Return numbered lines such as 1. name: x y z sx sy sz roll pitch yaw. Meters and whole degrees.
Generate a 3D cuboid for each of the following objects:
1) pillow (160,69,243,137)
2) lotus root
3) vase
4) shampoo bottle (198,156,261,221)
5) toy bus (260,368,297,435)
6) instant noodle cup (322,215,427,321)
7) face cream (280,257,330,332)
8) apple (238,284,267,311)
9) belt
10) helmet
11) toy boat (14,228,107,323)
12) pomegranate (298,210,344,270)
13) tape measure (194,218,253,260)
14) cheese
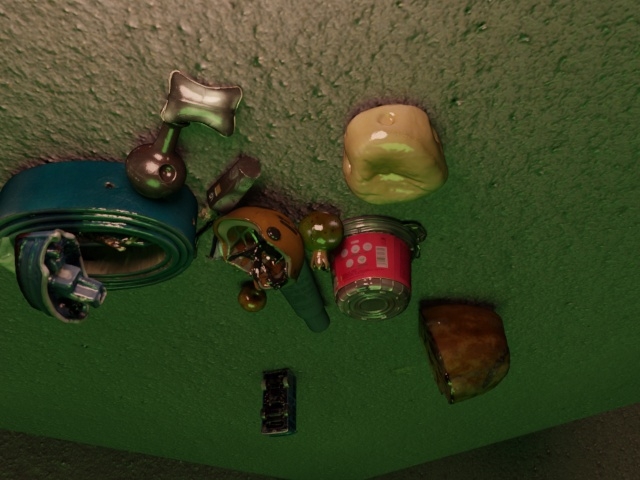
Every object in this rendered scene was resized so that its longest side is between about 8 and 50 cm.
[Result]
1. pillow: -0.215 -0.248 0.975 0.135 0.055 0.091 12 130 -19
2. lotus root: 0.439 0.354 1.623 0.249 0.316 0.316 -8 143 -3
3. vase: -0.309 -0.173 1.046 0.120 0.120 0.183 16 124 -22
4. shampoo bottle: -0.205 -0.104 1.175 0.063 0.057 0.207 17 142 -34
5. toy bus: -0.151 0.613 1.991 0.116 0.234 0.134 -10 145 12
6. instant noodle cup: 0.126 0.087 1.331 0.302 0.182 0.258 -30 133 33
7. face cream: -0.060 0.128 1.472 0.135 0.086 0.385 -13 136 12
8. apple: -0.194 0.166 1.518 0.084 0.084 0.071 18 147 -24
9. belt: -0.494 -0.021 1.181 0.436 0.173 0.300 1 142 -3
10. helmet: -0.124 0.003 1.211 0.224 0.130 0.198 50 139 -12
11. toy boat: -0.504 0.077 1.062 0.142 0.129 0.309 14 141 -1
12. pomegranate: 0.000 0.000 1.250 0.114 0.142 0.114 0 168 0
13. tape measure: -0.250 0.001 1.330 0.107 0.104 0.179 10 175 -39
14. cheese: 0.140 -0.157 1.060 0.235 0.117 0.218 27 137 -28
